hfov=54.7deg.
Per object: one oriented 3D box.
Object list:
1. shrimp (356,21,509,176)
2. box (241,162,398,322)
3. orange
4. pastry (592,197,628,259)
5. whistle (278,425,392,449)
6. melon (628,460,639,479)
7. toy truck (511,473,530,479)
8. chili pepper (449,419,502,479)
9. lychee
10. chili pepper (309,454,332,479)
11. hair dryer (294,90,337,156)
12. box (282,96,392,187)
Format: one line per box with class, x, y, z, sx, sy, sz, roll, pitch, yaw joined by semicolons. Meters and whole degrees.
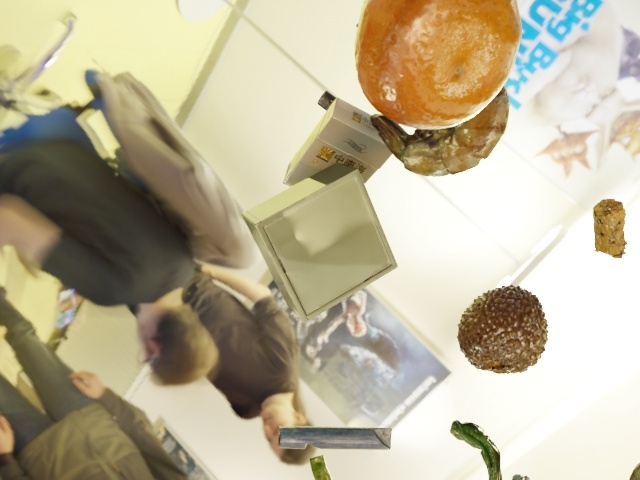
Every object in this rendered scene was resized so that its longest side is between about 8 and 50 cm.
shrimp;0.167;-0.262;1.106;0.071;0.365;0.233;-2;130;-58
box;0.000;0.000;1.227;0.224;0.225;0.117;-29;-158;-12
orange;0.142;-0.255;0.792;0.223;0.170;0.224;-10;126;-14
pastry;0.590;-0.024;1.266;0.056;0.140;0.080;-21;-151;-6
whistle;0.040;0.523;1.639;0.062;0.303;0.062;-177;-90;-84
melon;0.709;0.504;1.262;0.192;0.139;0.139;-59;168;3
toy truck;0.289;0.407;0.964;0.111;0.077;0.076;-10;-177;-9
chili pepper;0.381;0.499;1.470;0.073;0.182;0.050;-34;142;-1
lychee;0.536;0.256;1.808;0.267;0.267;0.267;-44;169;-11
chili pepper;0.017;0.602;1.448;0.050;0.202;0.052;-14;177;15
hair dryer;0.027;-0.265;1.598;0.195;0.173;0.050;-52;174;-10
box;0.039;-0.177;1.319;0.243;0.155;0.067;-48;-155;50
